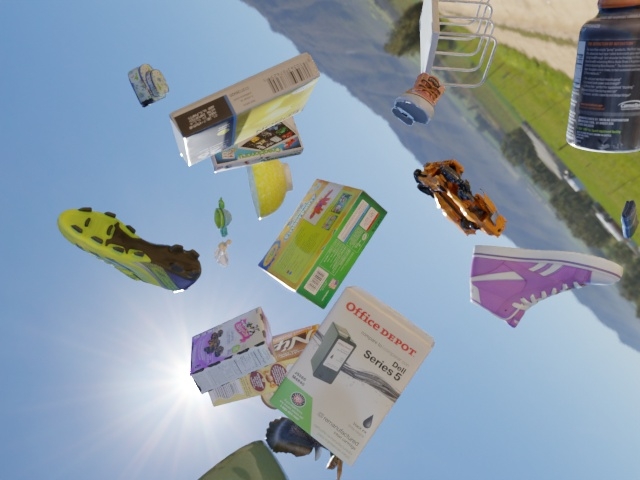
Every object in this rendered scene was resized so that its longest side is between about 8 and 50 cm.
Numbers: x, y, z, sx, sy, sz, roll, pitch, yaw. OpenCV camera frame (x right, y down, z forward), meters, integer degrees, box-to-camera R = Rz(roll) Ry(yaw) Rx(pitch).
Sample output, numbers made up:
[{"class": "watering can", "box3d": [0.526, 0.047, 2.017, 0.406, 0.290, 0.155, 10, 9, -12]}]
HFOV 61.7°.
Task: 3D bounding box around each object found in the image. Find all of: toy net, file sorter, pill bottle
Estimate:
[{"class": "toy net", "box3d": [-0.328, -0.017, 1.737, 0.045, 0.232, 0.122, -10, -143, -30]}, {"class": "file sorter", "box3d": [0.375, -0.589, 1.488, 0.193, 0.172, 0.278, 90, -176, -61]}, {"class": "pill bottle", "box3d": [0.473, -0.273, 0.850, 0.130, 0.130, 0.246, -74, -18, -65]}]

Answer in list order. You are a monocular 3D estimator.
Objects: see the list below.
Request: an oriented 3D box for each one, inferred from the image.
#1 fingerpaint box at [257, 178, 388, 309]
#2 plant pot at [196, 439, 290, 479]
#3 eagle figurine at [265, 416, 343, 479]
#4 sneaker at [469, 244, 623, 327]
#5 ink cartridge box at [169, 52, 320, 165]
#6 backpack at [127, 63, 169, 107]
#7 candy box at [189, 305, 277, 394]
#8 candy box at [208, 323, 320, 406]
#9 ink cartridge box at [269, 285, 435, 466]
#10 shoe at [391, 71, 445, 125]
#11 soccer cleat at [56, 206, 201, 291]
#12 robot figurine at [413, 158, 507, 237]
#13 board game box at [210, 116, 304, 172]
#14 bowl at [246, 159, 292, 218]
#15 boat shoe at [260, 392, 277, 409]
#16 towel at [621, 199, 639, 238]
[{"class": "fingerpaint box", "box3d": [0.000, 0.000, 2.102, 0.163, 0.445, 0.371, 37, 173, -30]}, {"class": "plant pot", "box3d": [-0.121, 0.460, 0.747, 0.195, 0.290, 0.290, 41, -163, 21]}, {"class": "eagle figurine", "box3d": [-0.034, 0.621, 1.796, 0.298, 0.225, 0.226, 32, -178, -6]}, {"class": "sneaker", "box3d": [0.437, 0.100, 1.065, 0.102, 0.282, 0.161, 20, -103, -52]}, {"class": "ink cartridge box", "box3d": [-0.169, -0.267, 1.177, 0.072, 0.303, 0.307, 60, 169, 1]}, {"class": "backpack", "box3d": [-0.528, -0.485, 1.656, 0.114, 0.084, 0.105, 64, -161, -18]}, {"class": "candy box", "box3d": [-0.215, 0.265, 1.315, 0.165, 0.196, 0.070, -115, 1, -65]}, {"class": "candy box", "box3d": [-0.144, 0.341, 1.483, 0.183, 0.316, 0.088, -83, -23, -74]}, {"class": "ink cartridge box", "box3d": [0.064, 0.251, 1.037, 0.198, 0.273, 0.115, 34, -175, 14]}, {"class": "shoe", "box3d": [0.169, -0.242, 0.892, 0.063, 0.081, 0.178, 38, -174, -5]}, {"class": "soccer cleat", "box3d": [-0.366, 0.033, 1.021, 0.289, 0.121, 0.094, 27, -142, -36]}, {"class": "robot figurine", "box3d": [0.396, -0.125, 1.541, 0.291, 0.085, 0.211, 46, 164, -20]}, {"class": "board game box", "box3d": [-0.228, -0.349, 1.769, 0.305, 0.053, 0.193, -15, -103, -19]}, {"class": "bowl", "box3d": [-0.198, -0.238, 2.128, 0.289, 0.155, 0.290, 169, 90, -79]}, {"class": "boat shoe", "box3d": [-0.096, 0.396, 1.704, 0.109, 0.098, 0.302, 37, -147, -5]}, {"class": "towel", "box3d": [0.888, -0.059, 1.538, 0.029, 0.067, 0.119, 17, 161, 39]}]
